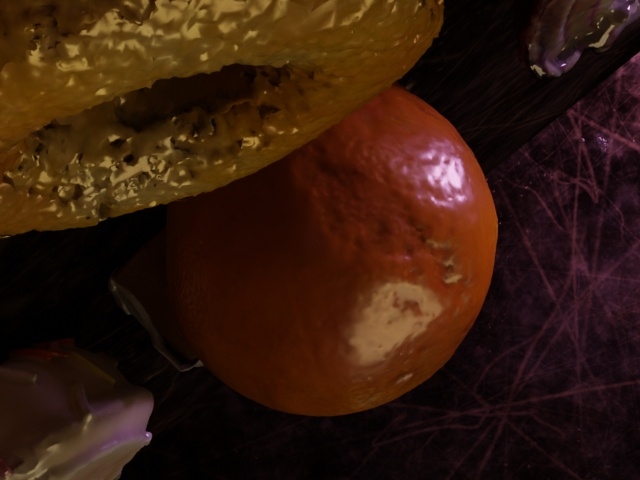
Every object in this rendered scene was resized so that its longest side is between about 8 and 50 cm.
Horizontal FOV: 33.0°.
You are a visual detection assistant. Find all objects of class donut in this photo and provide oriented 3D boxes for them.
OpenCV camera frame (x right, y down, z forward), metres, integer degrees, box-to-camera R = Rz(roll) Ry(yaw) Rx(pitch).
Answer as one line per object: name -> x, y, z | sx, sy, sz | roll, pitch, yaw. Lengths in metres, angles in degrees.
donut -> -0.336, 0.235, 1.028 | 0.382, 0.142, 0.382 | -38, 171, -7
donut -> -0.071, -0.086, 0.400 | 0.253, 0.118, 0.253 | -22, 171, -4

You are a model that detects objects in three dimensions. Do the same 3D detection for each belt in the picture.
belt -> -0.056, 0.005, 1.080 | 0.338, 0.122, 0.217 | -31, 168, -49

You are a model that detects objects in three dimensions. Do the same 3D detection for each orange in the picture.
orange -> 0.000, 0.000, 0.800 | 0.261, 0.261, 0.261 | -37, 172, -6

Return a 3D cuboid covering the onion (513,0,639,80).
onion -> 0.260, -0.286, 0.802 | 0.314, 0.146, 0.280 | -22, 151, -31
